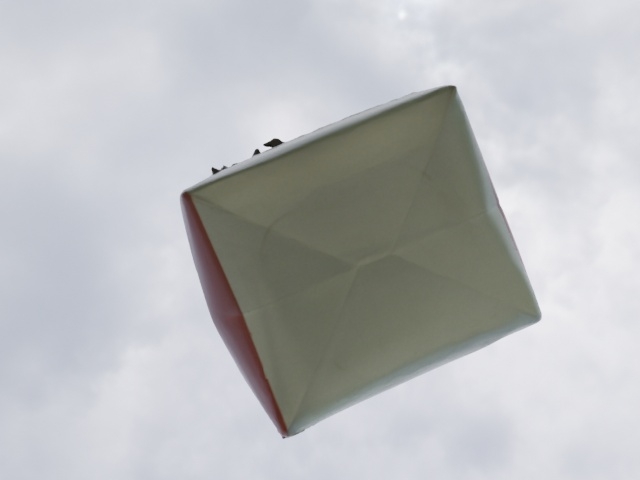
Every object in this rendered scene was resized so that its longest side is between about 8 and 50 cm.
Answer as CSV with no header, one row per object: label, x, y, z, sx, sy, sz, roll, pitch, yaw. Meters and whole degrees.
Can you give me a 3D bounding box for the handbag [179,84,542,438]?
handbag,0.000,0.000,0.593,0.171,0.298,0.151,-23,-82,-8
